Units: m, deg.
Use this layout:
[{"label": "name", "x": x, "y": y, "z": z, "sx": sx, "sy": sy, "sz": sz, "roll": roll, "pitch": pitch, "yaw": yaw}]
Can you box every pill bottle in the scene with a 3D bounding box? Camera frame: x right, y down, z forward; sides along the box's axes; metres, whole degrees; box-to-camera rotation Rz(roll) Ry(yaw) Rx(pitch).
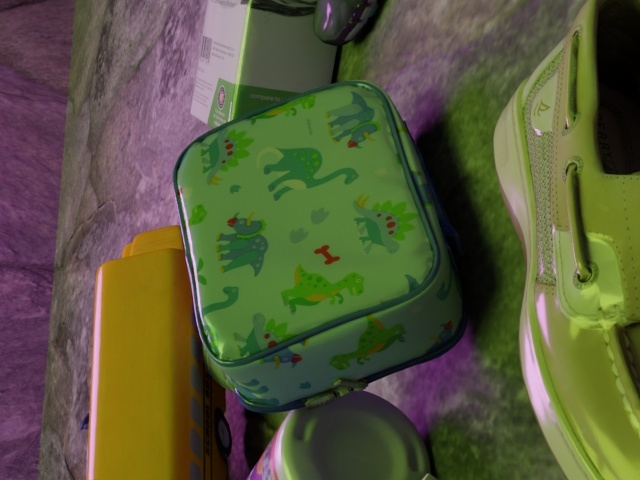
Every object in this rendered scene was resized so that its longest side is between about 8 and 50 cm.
[{"label": "pill bottle", "x": -0.006, "y": 0.195, "z": 0.876, "sx": 0.193, "sy": 0.108, "sz": 0.108, "roll": 119, "pitch": 150, "yaw": -48}]

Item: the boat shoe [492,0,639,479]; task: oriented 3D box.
[{"label": "boat shoe", "x": 0.146, "y": 0.008, "z": 0.516, "sx": 0.302, "sy": 0.109, "sz": 0.098, "roll": -96, "pitch": 21, "yaw": -44}]

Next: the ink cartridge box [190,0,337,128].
[{"label": "ink cartridge box", "x": -0.045, "y": -0.204, "z": 1.122, "sx": 0.160, "sy": 0.093, "sz": 0.219, "roll": -142, "pitch": 60, "yaw": -67}]

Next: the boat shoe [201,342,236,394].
[{"label": "boat shoe", "x": -0.063, "y": 0.037, "z": 1.145, "sx": 0.081, "sy": 0.079, "sz": 0.227, "roll": -143, "pitch": 55, "yaw": -60}]

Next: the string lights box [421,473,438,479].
[{"label": "string lights box", "x": 0.016, "y": 0.263, "z": 0.753, "sx": 0.133, "sy": 0.077, "sz": 0.259, "roll": -48, "pitch": -8, "yaw": -41}]

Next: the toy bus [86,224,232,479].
[{"label": "toy bus", "x": -0.160, "y": 0.127, "z": 1.231, "sx": 0.130, "sy": 0.108, "sz": 0.332, "roll": 61, "pitch": -160, "yaw": -54}]

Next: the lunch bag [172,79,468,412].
[{"label": "lunch bag", "x": 0.000, "y": 0.000, "z": 0.834, "sx": 0.090, "sy": 0.176, "sz": 0.219, "roll": 60, "pitch": -169, "yaw": -47}]

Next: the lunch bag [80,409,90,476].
[{"label": "lunch bag", "x": -0.187, "y": 0.267, "z": 1.362, "sx": 0.243, "sy": 0.115, "sz": 0.303, "roll": 120, "pitch": 148, "yaw": -45}]

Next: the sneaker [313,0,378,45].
[{"label": "sneaker", "x": 0.013, "y": -0.253, "z": 0.965, "sx": 0.083, "sy": 0.098, "sz": 0.223, "roll": -103, "pitch": 27, "yaw": -42}]
